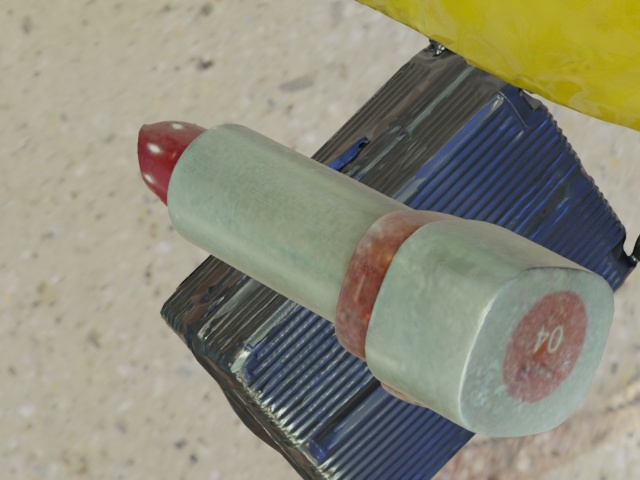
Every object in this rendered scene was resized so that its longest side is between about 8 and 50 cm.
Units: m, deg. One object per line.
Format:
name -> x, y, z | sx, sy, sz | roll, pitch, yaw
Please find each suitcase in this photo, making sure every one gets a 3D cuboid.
suitcase -> 0.071, 0.030, 1.502 | 0.335, 0.152, 0.229 | -45, 122, -10

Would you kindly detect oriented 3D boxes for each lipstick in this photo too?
lipstick -> 0.000, 0.001, 0.616 | 0.186, 0.063, 0.057 | 28, 105, 41

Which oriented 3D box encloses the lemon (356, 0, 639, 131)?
lemon -> 0.140, -0.213, 0.510 | 0.364, 0.364, 0.364 | 5, 109, 15
